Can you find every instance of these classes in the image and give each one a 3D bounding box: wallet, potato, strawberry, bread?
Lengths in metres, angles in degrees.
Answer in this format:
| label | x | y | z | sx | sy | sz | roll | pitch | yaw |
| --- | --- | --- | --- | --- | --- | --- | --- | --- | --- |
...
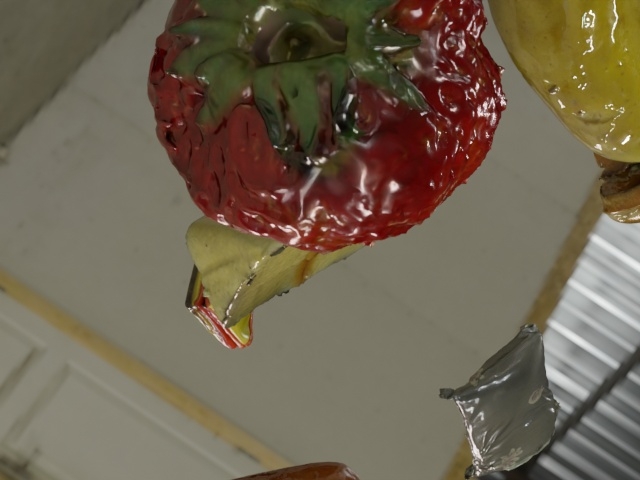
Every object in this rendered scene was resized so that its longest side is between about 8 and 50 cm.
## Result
| label | x | y | z | sx | sy | sz | roll | pitch | yaw |
| --- | --- | --- | --- | --- | --- | --- | --- | --- | --- |
| wallet | -0.110 | 0.008 | 1.879 | 0.141 | 0.067 | 0.241 | 59 | 40 | -55 |
| potato | 0.220 | -0.206 | 1.165 | 0.173 | 0.300 | 0.140 | -30 | -158 | -17 |
| strawberry | 0.013 | -0.106 | 1.049 | 0.257 | 0.257 | 0.277 | -56 | 154 | -1 |
| bread | 0.000 | 0.000 | 1.568 | 0.240 | 0.135 | 0.178 | -29 | -160 | -25 |

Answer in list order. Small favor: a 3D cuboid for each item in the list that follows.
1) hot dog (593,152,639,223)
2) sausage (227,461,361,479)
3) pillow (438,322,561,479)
| label | x | y | z | sx | sy | sz | roll | pitch | yaw |
| --- | --- | --- | --- | --- | --- | --- | --- | --- | --- |
| hot dog | 0.342 | -0.081 | 1.304 | 0.269 | 0.072 | 0.109 | -17 | -106 | 55 |
| sausage | -0.049 | 0.288 | 1.575 | 0.197 | 0.076 | 0.076 | -13 | 179 | 2 |
| pillow | 0.246 | 0.226 | 1.896 | 0.169 | 0.059 | 0.255 | -33 | 142 | -8 |
